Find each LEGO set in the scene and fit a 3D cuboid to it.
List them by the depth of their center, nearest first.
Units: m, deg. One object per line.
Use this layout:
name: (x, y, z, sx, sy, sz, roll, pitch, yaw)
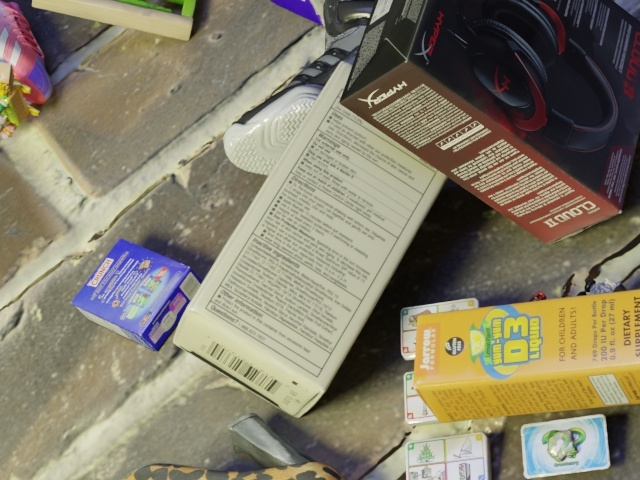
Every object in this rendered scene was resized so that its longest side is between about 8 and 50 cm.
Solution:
LEGO set: (0.196, 0.132, 1.424, 0.244, 0.060, 0.182, -11, 64, 20)
LEGO set: (-0.412, -0.144, 1.853, 0.287, 0.132, 0.107, 11, 65, 57)

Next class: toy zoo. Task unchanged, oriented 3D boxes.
toy zoo: (-0.231, -0.383, 1.947, 0.192, 0.030, 0.293, 12, 56, -7)

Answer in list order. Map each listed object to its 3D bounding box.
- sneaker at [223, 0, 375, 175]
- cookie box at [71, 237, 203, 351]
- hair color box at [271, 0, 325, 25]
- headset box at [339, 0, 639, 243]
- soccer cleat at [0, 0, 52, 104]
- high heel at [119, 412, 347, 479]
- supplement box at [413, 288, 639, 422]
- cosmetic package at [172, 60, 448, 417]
sneaker: (0.010, -0.175, 1.698, 0.269, 0.101, 0.153, -25, 48, -1)
cookie box: (-0.191, 0.055, 1.656, 0.107, 0.040, 0.092, 22, 67, 36)
hair color box: (0.051, -0.433, 1.812, 0.110, 0.185, 0.339, 30, 73, 38)
headset box: (0.187, -0.153, 1.491, 0.110, 0.293, 0.218, -27, 36, 52)
soccer cleat: (-0.387, -0.249, 1.959, 0.095, 0.083, 0.248, -40, 46, -13)
high heel: (-0.099, 0.268, 1.400, 0.261, 0.093, 0.186, -35, 41, -21)
supplement box: (0.199, 0.099, 1.360, 0.233, 0.080, 0.078, -10, 58, 22)
cosmetic package: (0.000, 0.000, 1.511, 0.153, 0.129, 0.296, 33, 69, -1)
